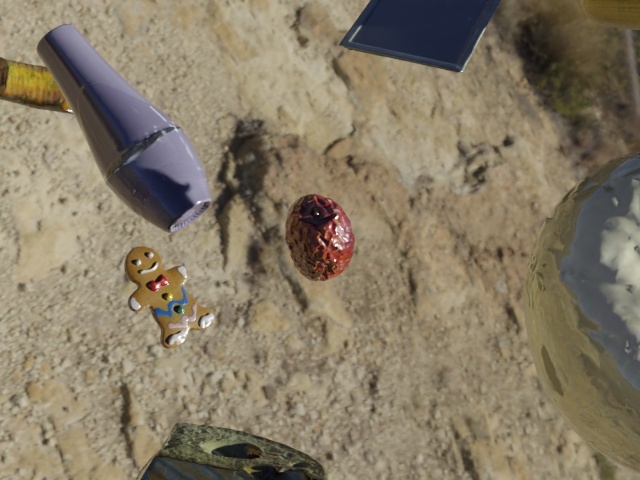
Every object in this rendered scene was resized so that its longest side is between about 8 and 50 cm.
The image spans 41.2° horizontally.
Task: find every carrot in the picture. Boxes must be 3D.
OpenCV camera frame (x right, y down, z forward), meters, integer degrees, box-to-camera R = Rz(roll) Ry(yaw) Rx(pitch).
[{"bbox_3d":[-0.493,-0.270,1.501,0.173,0.082,0.082,6,67,-34],"label":"carrot"}]

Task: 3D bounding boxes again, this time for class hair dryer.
[{"bbox_3d":[-0.244,-0.137,1.221,0.301,0.121,0.361,52,2,8],"label":"hair dryer"}]

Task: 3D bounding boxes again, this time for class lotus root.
[{"bbox_3d":[-0.138,0.397,1.315,0.142,0.314,0.210,3,108,-80],"label":"lotus root"}]

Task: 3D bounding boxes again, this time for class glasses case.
[{"bbox_3d":[0.491,-0.353,1.277,0.064,0.234,0.079,-49,123,-12],"label":"glasses case"}]

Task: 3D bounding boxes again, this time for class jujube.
[{"bbox_3d":[0.000,0.000,1.360,0.176,0.109,0.112,83,2,-61],"label":"jujube"}]

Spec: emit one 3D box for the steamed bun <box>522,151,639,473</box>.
[{"bbox_3d":[0.362,0.095,0.878,0.312,0.233,0.334,-39,65,-21],"label":"steamed bun"}]

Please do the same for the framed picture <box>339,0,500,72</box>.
[{"bbox_3d":[0.165,-0.350,1.331,0.014,0.197,0.252,86,27,-47],"label":"framed picture"}]

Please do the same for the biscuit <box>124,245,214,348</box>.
[{"bbox_3d":[-0.301,0.100,1.622,0.138,0.031,0.205,-32,86,-33],"label":"biscuit"}]
